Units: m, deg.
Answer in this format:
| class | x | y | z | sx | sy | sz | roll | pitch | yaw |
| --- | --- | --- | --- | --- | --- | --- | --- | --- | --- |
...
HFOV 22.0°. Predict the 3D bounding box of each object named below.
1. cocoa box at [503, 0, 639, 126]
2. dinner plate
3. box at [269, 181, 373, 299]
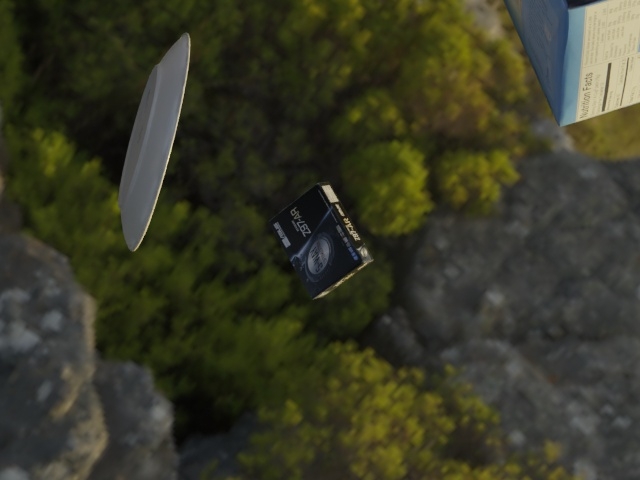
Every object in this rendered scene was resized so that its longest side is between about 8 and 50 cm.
| class | x | y | z | sx | sy | sz | roll | pitch | yaw |
| --- | --- | --- | --- | --- | --- | --- | --- | --- | --- |
| cocoa box | 0.299 | -0.342 | 1.749 | 0.228 | 0.231 | 0.347 | -17 | 62 | -3 |
| dinner plate | -0.107 | -0.063 | 1.032 | 0.017 | 0.141 | 0.141 | 15 | 42 | -12 |
| box | 0.000 | 0.000 | 1.459 | 0.018 | 0.067 | 0.083 | -11 | 69 | -57 |
